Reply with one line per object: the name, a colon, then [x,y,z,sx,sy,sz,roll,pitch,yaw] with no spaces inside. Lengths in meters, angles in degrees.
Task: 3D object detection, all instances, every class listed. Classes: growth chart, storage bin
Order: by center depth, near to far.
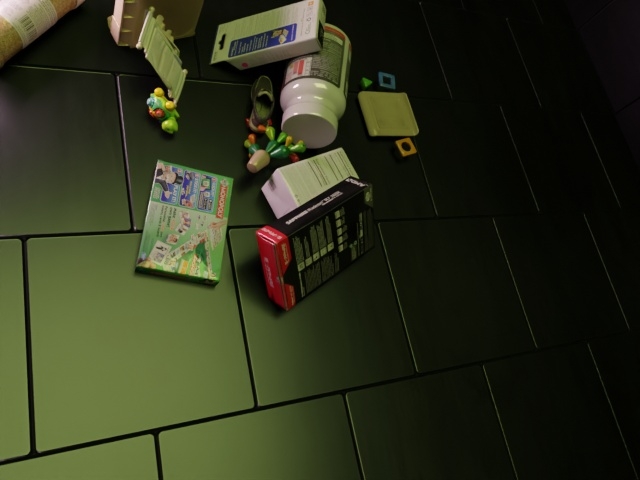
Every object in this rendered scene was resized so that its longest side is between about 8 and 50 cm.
growth chart: [-0.446,-0.524,1.514,0.021,0.237,0.171,-1,56,17]
storage bin: [-0.475,-0.705,1.531,0.260,0.262,0.123,-26,83,-32]

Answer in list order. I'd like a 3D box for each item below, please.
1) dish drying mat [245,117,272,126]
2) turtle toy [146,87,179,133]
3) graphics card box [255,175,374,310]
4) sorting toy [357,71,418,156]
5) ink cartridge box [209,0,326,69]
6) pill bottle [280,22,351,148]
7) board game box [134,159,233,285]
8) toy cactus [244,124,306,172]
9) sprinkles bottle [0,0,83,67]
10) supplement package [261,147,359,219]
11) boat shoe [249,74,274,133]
dish drying mat: [-0.195,-0.376,1.670,0.083,0.008,0.032,-14,74,-29]
turtle toy: [-0.445,-0.364,1.504,0.066,0.095,0.130,-39,87,-11]
graphics card box: [0.000,0.000,1.472,0.371,0.232,0.094,-33,43,-31]
sorting toy: [0.237,-0.443,1.886,0.196,0.047,0.347,-7,71,-23]
ink cartridge box: [-0.167,-0.642,1.668,0.371,0.069,0.175,-5,63,19]
pill bottle: [-0.017,-0.492,1.686,0.210,0.210,0.362,16,62,-19]
board game box: [-0.361,-0.049,1.427,0.214,0.046,0.317,13,63,-21]
toy cactus: [-0.152,-0.255,1.550,0.219,0.112,0.180,19,49,23]
sprinkles bottle: [-0.788,-0.611,1.422,0.121,0.121,0.355,34,58,-9]
supplement package: [-0.025,-0.162,1.581,0.244,0.139,0.133,-24,82,-33]
boat shoe: [-0.177,-0.440,1.663,0.080,0.073,0.223,16,58,-20]
